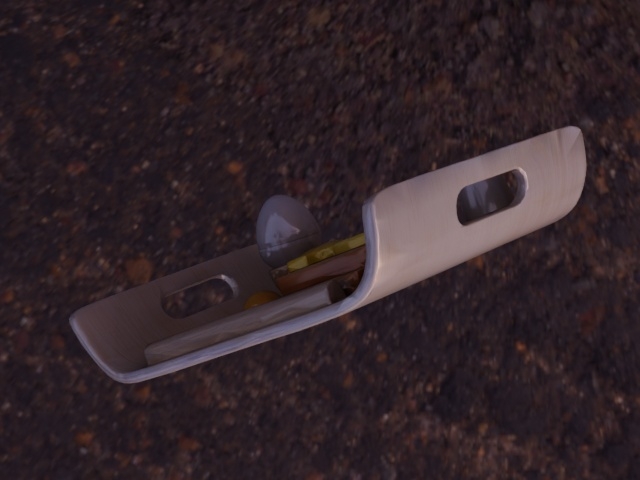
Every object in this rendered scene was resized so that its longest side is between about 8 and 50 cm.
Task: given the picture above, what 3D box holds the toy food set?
[{"bbox_3d":[0.000,0.000,0.797,0.306,0.219,0.092,-22,89,44],"label":"toy food set"}]
